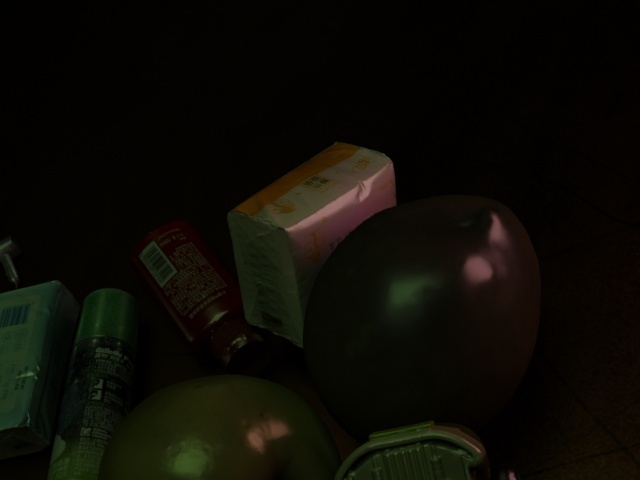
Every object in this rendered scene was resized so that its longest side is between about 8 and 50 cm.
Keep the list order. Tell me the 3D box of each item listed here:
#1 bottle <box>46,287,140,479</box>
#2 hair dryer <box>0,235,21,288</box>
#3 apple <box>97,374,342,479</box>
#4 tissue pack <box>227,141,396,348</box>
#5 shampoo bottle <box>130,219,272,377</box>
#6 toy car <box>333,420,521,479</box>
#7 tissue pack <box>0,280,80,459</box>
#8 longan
[{"bbox_3d":[-0.305,0.212,1.262,0.093,0.093,0.330,-13,43,10],"label":"bottle"},{"bbox_3d":[-0.537,0.047,1.570,0.063,0.037,0.114,-32,51,-8],"label":"hair dryer"},{"bbox_3d":[-0.110,0.272,1.020,0.262,0.262,0.262,-12,44,11],"label":"apple"},{"bbox_3d":[0.000,0.000,1.239,0.124,0.185,0.225,19,39,35],"label":"tissue pack"},{"bbox_3d":[-0.173,0.085,1.347,0.118,0.076,0.314,-33,44,-13],"label":"shampoo bottle"},{"bbox_3d":[0.120,0.307,0.933,0.204,0.198,0.248,-14,81,12],"label":"toy car"},{"bbox_3d":[-0.463,0.195,1.350,0.177,0.089,0.263,-14,46,11],"label":"tissue pack"},{"bbox_3d":[0.122,0.087,1.091,0.288,0.288,0.350,8,39,28],"label":"longan"}]
